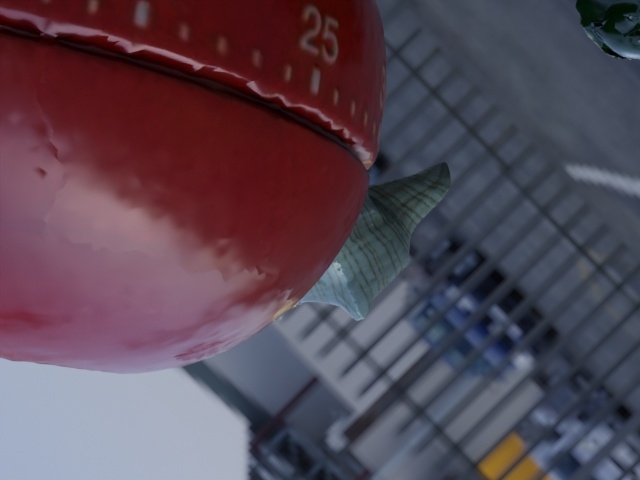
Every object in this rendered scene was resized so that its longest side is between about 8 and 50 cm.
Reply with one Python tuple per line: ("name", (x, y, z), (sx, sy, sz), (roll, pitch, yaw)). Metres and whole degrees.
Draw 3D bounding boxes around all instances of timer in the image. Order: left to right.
("timer", (-0.156, -0.077, 0.891), (0.378, 0.279, 0.378), (8, 172, 1))

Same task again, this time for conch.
("conch", (-0.007, 0.000, 1.358), (0.114, 0.234, 0.137), (62, -170, -51))

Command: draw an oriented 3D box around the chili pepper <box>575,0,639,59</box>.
("chili pepper", (0.227, -0.218, 0.911), (0.233, 0.256, 0.248), (46, -141, -27))
